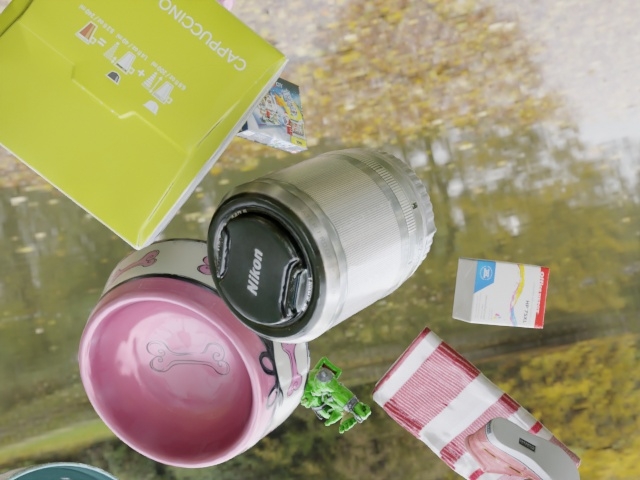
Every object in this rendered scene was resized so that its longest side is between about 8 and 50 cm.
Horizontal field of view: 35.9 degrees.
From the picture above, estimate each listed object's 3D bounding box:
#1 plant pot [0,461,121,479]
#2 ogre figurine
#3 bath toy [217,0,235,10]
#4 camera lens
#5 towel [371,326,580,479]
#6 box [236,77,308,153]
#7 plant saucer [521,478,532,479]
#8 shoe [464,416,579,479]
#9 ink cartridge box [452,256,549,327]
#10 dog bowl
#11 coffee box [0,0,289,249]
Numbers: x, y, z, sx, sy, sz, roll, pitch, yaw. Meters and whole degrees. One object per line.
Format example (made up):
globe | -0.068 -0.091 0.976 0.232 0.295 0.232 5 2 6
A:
plant pot | -0.384 0.427 1.276 0.293 0.293 0.196 -2 176 -40
ogre figurine | 0.014 0.287 1.843 0.097 0.118 0.197 -40 -173 -2
bath toy | -0.181 -0.422 1.598 0.151 0.348 0.129 17 152 36
camera lens | 0.000 0.000 1.340 0.219 0.219 0.274 -21 -177 42
towel | 0.252 0.315 1.683 0.037 0.329 0.237 -42 169 -40
box | -0.118 -0.292 2.198 0.044 0.159 0.233 -16 165 30
plant saucer | 0.294 0.475 1.551 0.037 0.241 0.241 31 156 -12
shoe | 0.311 0.340 1.534 0.178 0.063 0.081 33 139 -11
ink cartridge box | 0.404 0.113 2.106 0.231 0.134 0.078 6 -179 -24
dog bowl | -0.233 0.209 1.701 0.408 0.408 0.150 -16 -163 25
coffee box | -0.286 -0.223 1.454 0.338 0.338 0.334 -52 -173 -2
